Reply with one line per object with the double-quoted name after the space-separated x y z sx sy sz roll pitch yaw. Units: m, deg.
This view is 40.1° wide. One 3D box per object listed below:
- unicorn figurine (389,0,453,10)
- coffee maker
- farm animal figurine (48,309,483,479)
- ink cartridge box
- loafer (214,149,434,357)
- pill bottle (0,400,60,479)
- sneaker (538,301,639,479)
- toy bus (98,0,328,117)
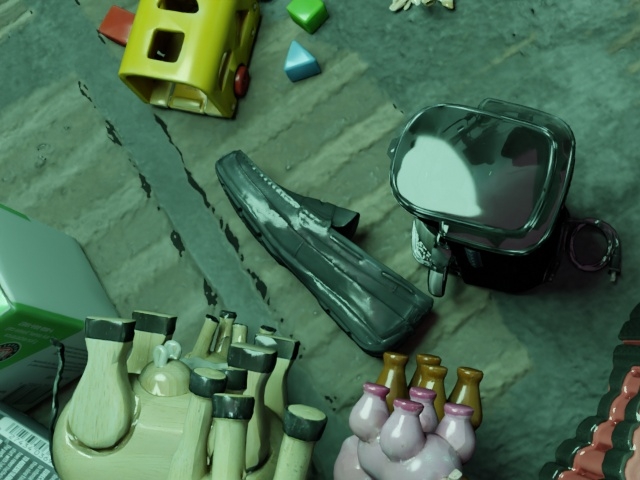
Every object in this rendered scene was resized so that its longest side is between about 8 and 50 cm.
0.129 -0.273 0.781 0.161 0.060 0.111 -15 76 7 "unicorn figurine"
0.145 -0.030 0.663 0.171 0.178 0.120 -6 77 10 "coffee maker"
-0.050 0.152 0.556 0.326 0.330 0.172 10 90 30 "farm animal figurine"
-0.335 0.102 0.710 0.289 0.211 0.122 -34 74 2 "ink cartridge box"
0.000 0.000 0.742 0.078 0.076 0.223 -43 78 -6 "loafer"
-0.189 0.241 0.682 0.245 0.130 0.130 32 85 3 "pill bottle"
0.279 0.142 0.653 0.136 0.116 0.314 39 81 -12 "sneaker"
-0.110 -0.214 0.792 0.191 0.104 0.202 -34 74 2 "toy bus"
